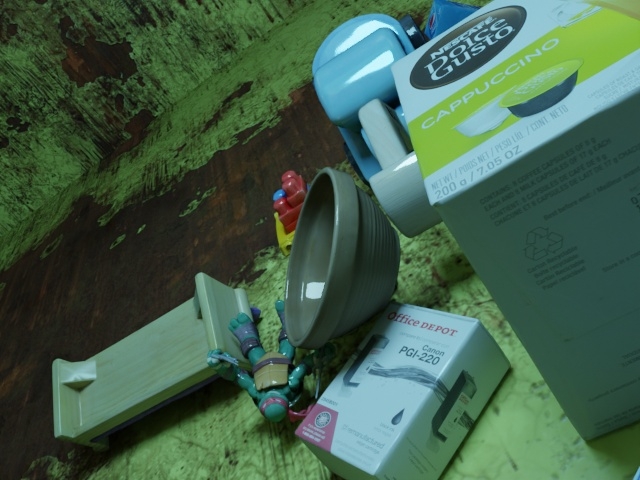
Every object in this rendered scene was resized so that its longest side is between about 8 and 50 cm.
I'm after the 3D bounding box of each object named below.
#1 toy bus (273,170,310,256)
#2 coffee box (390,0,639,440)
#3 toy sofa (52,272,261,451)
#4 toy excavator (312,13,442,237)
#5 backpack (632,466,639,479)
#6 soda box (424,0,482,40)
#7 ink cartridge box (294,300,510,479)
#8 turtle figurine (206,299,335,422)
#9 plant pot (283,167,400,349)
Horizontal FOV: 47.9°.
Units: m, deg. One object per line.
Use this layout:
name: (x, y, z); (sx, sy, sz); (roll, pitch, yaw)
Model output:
toy bus: (0.000, 0.000, 1.125); (0.149, 0.211, 0.220); (-31, 30, 12)
coffee box: (0.308, -0.081, 0.731); (0.337, 0.338, 0.334); (-30, 29, 17)
toy sofa: (-0.267, 0.220, 1.226); (0.362, 0.177, 0.150); (-30, 54, 18)
toy excavator: (0.102, -0.196, 1.162); (0.222, 0.433, 0.445); (-30, -13, 17)
backpack: (0.329, 0.235, 0.379); (0.355, 0.273, 0.290); (-17, 40, 58)
soda box: (0.307, -0.390, 1.338); (0.067, 0.210, 0.071); (-104, 24, -59)
ink cartridge box: (0.098, 0.188, 0.857); (0.218, 0.092, 0.158); (-49, 29, -22)
turtle figurine: (-0.071, 0.177, 1.017); (0.175, 0.118, 0.234); (-3, 26, -6)
plant pot: (0.033, 0.031, 0.945); (0.237, 0.109, 0.238); (-168, 90, -77)
